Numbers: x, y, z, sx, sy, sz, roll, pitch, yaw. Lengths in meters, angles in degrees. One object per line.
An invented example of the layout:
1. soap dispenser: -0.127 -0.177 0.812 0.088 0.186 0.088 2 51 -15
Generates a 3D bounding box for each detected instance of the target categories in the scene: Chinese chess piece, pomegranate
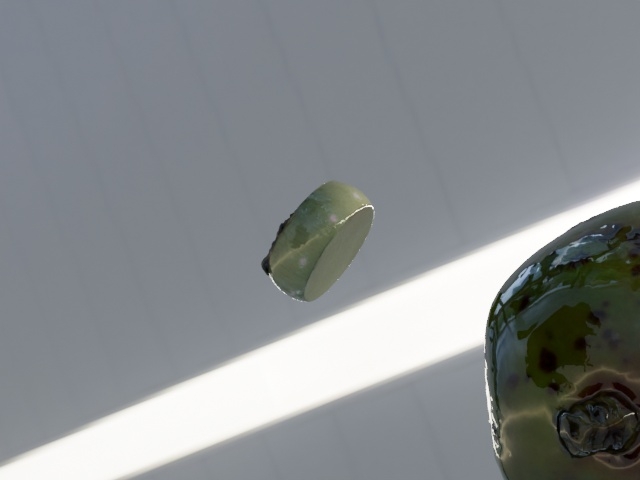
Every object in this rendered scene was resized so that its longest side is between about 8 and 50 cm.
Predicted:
1. Chinese chess piece: 0.000 0.000 1.111 0.034 0.084 0.084 36 -44 16
2. pomegranate: 0.196 0.085 0.892 0.198 0.246 0.198 -21 -128 29
